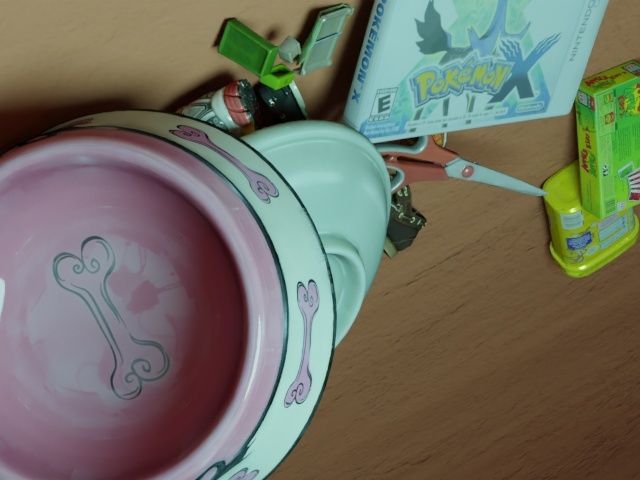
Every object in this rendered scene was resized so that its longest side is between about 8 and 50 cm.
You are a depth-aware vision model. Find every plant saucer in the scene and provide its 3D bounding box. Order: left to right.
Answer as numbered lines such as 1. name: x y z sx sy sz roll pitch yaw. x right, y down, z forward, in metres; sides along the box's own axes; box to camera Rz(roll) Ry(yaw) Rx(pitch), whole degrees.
1. plant saucer: -0.064 0.062 1.948 0.400 0.100 0.400 -28 144 -23

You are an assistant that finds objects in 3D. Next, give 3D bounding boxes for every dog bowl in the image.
1. dog bowl: -0.198 0.075 1.726 0.408 0.408 0.150 -42 171 9

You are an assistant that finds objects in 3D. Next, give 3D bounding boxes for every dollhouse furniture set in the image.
1. dollhouse furniture set: -0.037 -0.207 1.904 0.152 0.059 0.076 -28 147 -52

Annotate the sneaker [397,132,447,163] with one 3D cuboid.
1. sneaker: 0.118 -0.149 2.111 0.067 0.064 0.175 -2 126 -37

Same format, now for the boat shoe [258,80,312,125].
1. boat shoe: -0.032 -0.133 1.988 0.042 0.049 0.133 -30 147 0

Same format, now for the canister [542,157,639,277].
1. canister: 0.363 -0.039 2.486 0.126 0.073 0.170 -33 148 -7

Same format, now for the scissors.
1. scissors: 0.157 -0.091 2.121 0.297 0.021 0.109 -1 119 -29

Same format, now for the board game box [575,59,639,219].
1. board game box: 0.374 -0.126 2.340 0.092 0.043 0.181 -23 124 -22

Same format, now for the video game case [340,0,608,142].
1. video game case: 0.189 -0.253 2.000 0.329 0.036 0.300 -10 129 -36

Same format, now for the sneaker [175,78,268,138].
1. sneaker: -0.096 -0.093 1.962 0.093 0.088 0.225 -15 149 5

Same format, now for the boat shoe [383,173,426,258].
1. boat shoe: 0.073 -0.047 2.191 0.073 0.073 0.207 -39 157 1
